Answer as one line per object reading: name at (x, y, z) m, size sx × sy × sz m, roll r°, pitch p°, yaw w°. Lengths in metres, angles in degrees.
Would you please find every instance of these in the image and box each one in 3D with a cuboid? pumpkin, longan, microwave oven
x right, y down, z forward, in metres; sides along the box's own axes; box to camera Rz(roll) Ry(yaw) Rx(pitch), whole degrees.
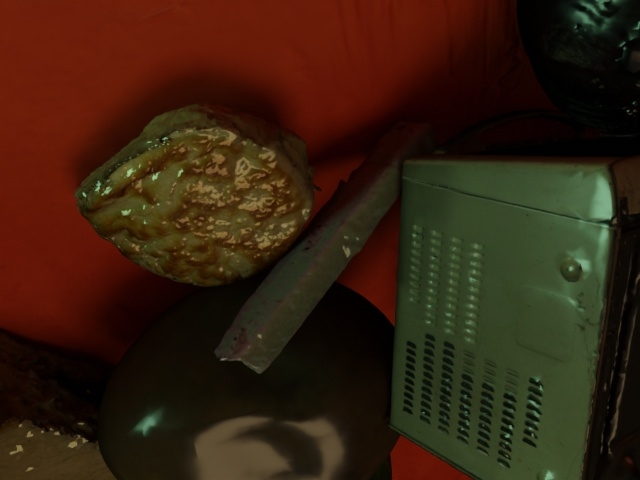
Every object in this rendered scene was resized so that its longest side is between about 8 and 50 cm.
pumpkin at (0.268, -0.190, 0.582) m, size 0.233 × 0.163 × 0.233 m, roll -18°, pitch 143°, yaw -14°
longan at (-0.067, 0.168, 0.820) m, size 0.350 × 0.288 × 0.288 m, roll -12°, pitch 147°, yaw -17°
microwave oven at (0.296, 0.046, 0.733) m, size 0.394 × 0.247 × 0.332 m, roll -11°, pitch 108°, yaw -37°

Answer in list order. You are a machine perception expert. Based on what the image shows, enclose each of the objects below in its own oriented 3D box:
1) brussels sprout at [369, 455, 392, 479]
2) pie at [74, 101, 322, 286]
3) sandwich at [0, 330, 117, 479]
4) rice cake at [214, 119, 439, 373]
brussels sprout at (-0.063, 0.375, 1.133) m, size 0.355 × 0.281 × 0.289 m, roll -12°, pitch 148°, yaw 1°
pie at (-0.104, -0.039, 0.645) m, size 0.205 × 0.084 × 0.179 m, roll -34°, pitch 134°, yaw 26°
sandwich at (-0.359, 0.243, 0.877) m, size 0.262 × 0.131 × 0.325 m, roll -31°, pitch 145°, yaw 11°
rice cake at (0.002, -0.001, 0.692) m, size 0.051 × 0.081 × 0.290 m, roll 44°, pitch 78°, yaw -23°
